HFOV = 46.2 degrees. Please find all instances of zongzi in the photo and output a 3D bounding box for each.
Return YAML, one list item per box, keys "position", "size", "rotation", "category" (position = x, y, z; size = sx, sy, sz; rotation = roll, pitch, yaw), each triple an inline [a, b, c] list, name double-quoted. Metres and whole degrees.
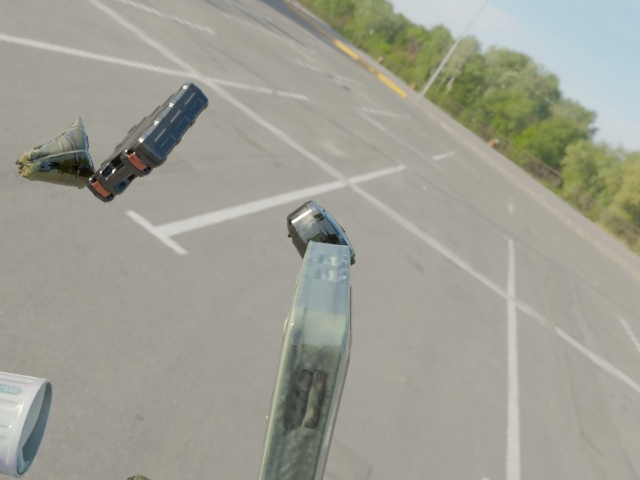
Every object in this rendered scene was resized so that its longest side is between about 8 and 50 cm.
- position: [-0.581, -0.207, 1.604]
  size: [0.189, 0.081, 0.178]
  rotation: [8, 63, -48]
  category: "zongzi"

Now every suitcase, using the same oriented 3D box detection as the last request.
- position: [-0.355, -0.196, 1.527]
  size: [0.066, 0.285, 0.206]
  rotation: [43, 54, -20]
  category: "suitcase"

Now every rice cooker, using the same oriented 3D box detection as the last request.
- position: [0.000, 0.000, 1.517]
  size: [0.165, 0.106, 0.112]
  rotation: [64, 5, -7]
  category: "rice cooker"

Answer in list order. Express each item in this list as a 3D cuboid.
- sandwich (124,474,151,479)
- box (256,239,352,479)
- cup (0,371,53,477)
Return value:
- position: [-0.269, 0.566, 1.289]
  size: [0.254, 0.099, 0.288]
  rotation: [47, 11, -16]
  category: "sandwich"
- position: [-0.024, 0.233, 1.270]
  size: [0.111, 0.396, 0.396]
  rotation: [12, 19, -1]
  category: "box"
- position: [-0.577, 0.300, 1.245]
  size: [0.202, 0.167, 0.221]
  rotation: [13, 4, -4]
  category: "cup"
